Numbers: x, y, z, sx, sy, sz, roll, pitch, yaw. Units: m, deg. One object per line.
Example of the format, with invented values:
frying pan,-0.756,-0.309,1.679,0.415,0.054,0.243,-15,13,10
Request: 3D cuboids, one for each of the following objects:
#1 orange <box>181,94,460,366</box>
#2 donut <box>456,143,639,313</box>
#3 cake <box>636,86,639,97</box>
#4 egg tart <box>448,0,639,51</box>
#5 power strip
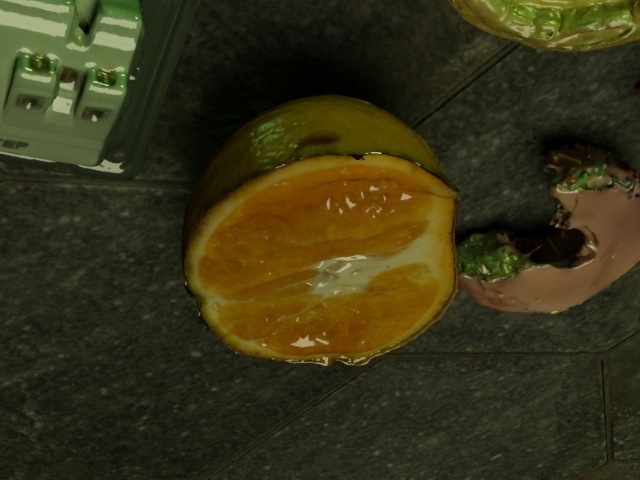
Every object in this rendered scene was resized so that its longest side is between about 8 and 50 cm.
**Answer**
orange,0.003,-0.003,1.098,0.274,0.274,0.310,-21,175,5
donut,0.266,-0.009,1.310,0.199,0.085,0.233,19,129,-35
cake,0.409,-0.192,1.087,0.262,0.158,0.159,-30,136,17
egg tart,0.204,-0.274,0.945,0.279,0.095,0.279,5,136,5
power strip,-0.241,-0.144,0.965,0.257,0.092,0.251,8,139,-22
